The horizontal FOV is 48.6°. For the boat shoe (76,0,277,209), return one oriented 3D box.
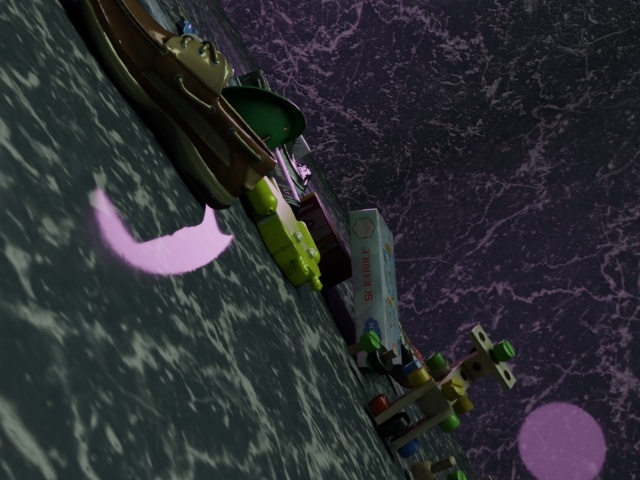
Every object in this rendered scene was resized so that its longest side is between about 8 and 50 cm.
[{"bbox_3d":[-0.164,-0.192,0.864,0.324,0.119,0.123,58,6,-30],"label":"boat shoe"}]

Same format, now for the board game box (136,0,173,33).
[{"bbox_3d":[-0.294,-0.398,1.248,0.090,0.020,0.090,62,5,11],"label":"board game box"}]

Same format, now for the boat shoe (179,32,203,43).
[{"bbox_3d":[-0.205,-0.285,1.277,0.184,0.066,0.063,57,-4,-25],"label":"boat shoe"}]

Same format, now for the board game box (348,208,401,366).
[{"bbox_3d":[0.125,0.118,1.569,0.318,0.065,0.318,41,45,-74],"label":"board game box"}]

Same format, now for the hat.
[{"bbox_3d":[-0.127,-0.131,1.149,0.208,0.173,0.184,21,61,-34],"label":"hat"}]

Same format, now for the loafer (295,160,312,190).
[{"bbox_3d":[-0.068,-0.181,1.884,0.223,0.076,0.078,-86,154,-73],"label":"loafer"}]

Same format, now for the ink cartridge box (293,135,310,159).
[{"bbox_3d":[-0.115,-0.300,1.965,0.207,0.097,0.046,56,8,-47],"label":"ink cartridge box"}]

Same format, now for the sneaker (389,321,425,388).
[{"bbox_3d":[0.175,0.252,1.802,0.276,0.097,0.135,62,5,32],"label":"sneaker"}]

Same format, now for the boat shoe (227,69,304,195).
[{"bbox_3d":[-0.111,-0.264,1.695,0.335,0.119,0.121,61,6,7],"label":"boat shoe"}]

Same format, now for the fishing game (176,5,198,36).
[{"bbox_3d":[-0.256,-0.414,1.575,0.189,0.041,0.264,58,5,-49],"label":"fishing game"}]

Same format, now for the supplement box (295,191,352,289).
[{"bbox_3d":[0.000,0.000,1.569,0.104,0.080,0.188,56,7,-49],"label":"supplement box"}]

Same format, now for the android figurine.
[{"bbox_3d":[-0.069,-0.028,1.248,0.273,0.056,0.248,63,5,35],"label":"android figurine"}]

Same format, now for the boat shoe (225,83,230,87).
[{"bbox_3d":[-0.186,-0.289,1.463,0.063,0.059,0.170,63,6,22],"label":"boat shoe"}]

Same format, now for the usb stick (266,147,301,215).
[{"bbox_3d":[-0.105,-0.153,1.522,0.077,0.045,0.278,23,30,-35],"label":"usb stick"}]

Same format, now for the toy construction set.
[{"bbox_3d":[0.242,0.293,1.260,0.257,0.237,0.309,22,44,-52],"label":"toy construction set"}]
